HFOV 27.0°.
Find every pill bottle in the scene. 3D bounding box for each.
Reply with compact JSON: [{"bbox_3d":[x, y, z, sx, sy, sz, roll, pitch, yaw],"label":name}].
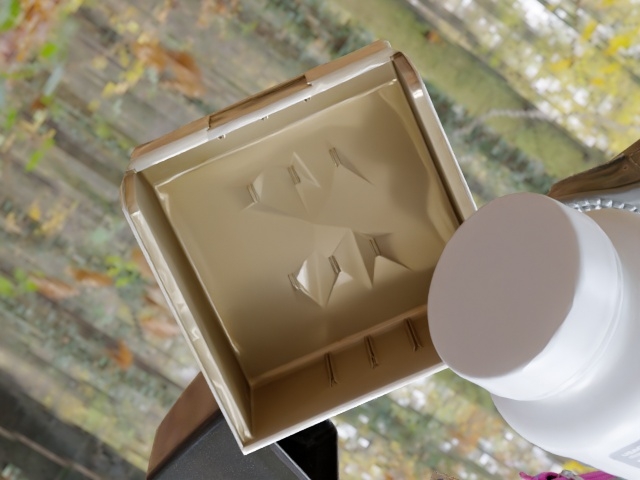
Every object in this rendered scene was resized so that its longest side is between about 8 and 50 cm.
[{"bbox_3d":[0.228,0.081,0.953,0.176,0.318,0.176,-26,-128,39],"label":"pill bottle"}]

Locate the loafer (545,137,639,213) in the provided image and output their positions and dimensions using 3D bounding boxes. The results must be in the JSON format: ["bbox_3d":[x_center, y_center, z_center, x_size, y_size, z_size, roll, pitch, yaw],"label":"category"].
[{"bbox_3d":[0.328,-0.053,1.328,0.251,0.094,0.087,-14,-140,43],"label":"loafer"}]

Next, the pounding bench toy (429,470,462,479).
[{"bbox_3d":[0.150,0.326,1.605,0.083,0.052,0.065,-69,159,-5],"label":"pounding bench toy"}]

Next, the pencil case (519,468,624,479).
[{"bbox_3d":[0.278,0.224,1.103,0.104,0.236,0.104,175,-90,-72],"label":"pencil case"}]

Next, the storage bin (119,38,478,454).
[{"bbox_3d":[0.000,0.000,1.143,0.262,0.260,0.123,-23,-163,4],"label":"storage bin"}]

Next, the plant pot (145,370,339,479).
[{"bbox_3d":[-0.099,0.250,1.576,0.167,0.188,0.187,-35,-162,13],"label":"plant pot"}]
